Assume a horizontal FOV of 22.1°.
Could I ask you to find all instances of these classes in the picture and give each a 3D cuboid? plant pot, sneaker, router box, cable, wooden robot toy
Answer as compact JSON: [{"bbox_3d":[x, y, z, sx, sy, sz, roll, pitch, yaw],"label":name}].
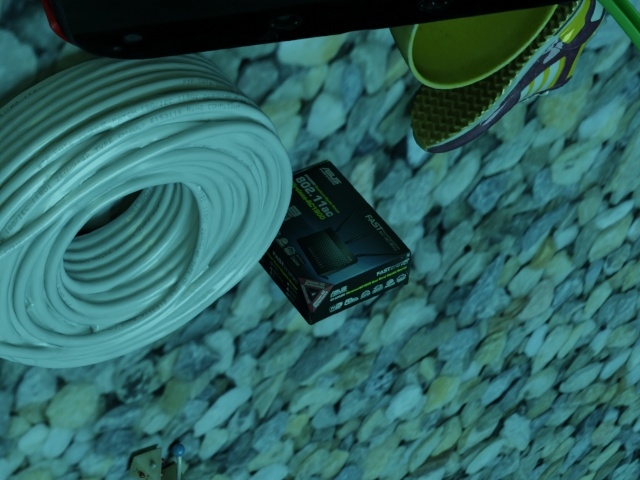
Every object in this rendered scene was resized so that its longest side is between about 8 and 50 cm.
[{"bbox_3d":[0.091,-0.188,1.151,0.134,0.095,0.134,-27,148,-19],"label":"plant pot"},{"bbox_3d":[0.156,-0.131,1.320,0.185,0.069,0.084,-43,144,11],"label":"sneaker"},{"bbox_3d":[0.000,0.000,1.280,0.092,0.122,0.038,-23,142,-24],"label":"router box"},{"bbox_3d":[-0.145,-0.017,1.144,0.257,0.089,0.257,-43,150,7],"label":"cable"},{"bbox_3d":[-0.135,0.261,1.531,0.076,0.079,0.173,-30,148,-13],"label":"wooden robot toy"}]

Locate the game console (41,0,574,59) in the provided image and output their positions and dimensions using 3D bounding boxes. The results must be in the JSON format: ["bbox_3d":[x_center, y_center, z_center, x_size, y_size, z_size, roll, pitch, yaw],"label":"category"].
[{"bbox_3d":[0.023,-0.207,0.894,0.386,0.060,0.342,-9,161,-4],"label":"game console"}]

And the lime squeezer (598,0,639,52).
[{"bbox_3d":[0.166,-0.255,1.140,0.059,0.110,0.310,-27,117,-18],"label":"lime squeezer"}]
